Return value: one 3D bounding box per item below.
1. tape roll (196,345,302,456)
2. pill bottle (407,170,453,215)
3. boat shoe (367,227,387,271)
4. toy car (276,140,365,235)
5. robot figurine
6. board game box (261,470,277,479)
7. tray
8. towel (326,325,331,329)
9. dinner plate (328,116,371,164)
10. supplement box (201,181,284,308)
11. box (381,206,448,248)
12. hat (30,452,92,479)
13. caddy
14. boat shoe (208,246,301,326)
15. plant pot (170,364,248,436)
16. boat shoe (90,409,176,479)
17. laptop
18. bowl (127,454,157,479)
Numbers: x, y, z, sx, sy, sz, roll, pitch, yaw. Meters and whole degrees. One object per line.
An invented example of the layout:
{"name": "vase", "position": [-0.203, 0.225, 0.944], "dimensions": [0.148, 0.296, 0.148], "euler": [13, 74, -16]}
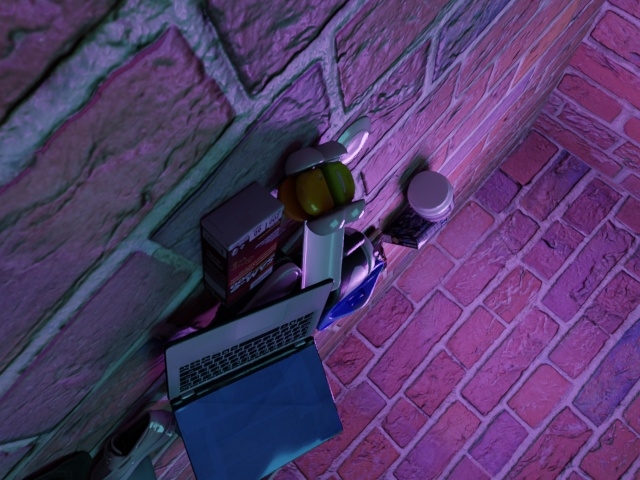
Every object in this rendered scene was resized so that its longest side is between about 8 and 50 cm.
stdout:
{"name": "tape roll", "position": [-0.175, 0.410, 1.320], "dimensions": [0.321, 0.321, 0.077], "euler": [-38, 163, -34]}
{"name": "pill bottle", "position": [0.405, -0.163, 1.834], "dimensions": [0.161, 0.161, 0.283], "euler": [-51, 164, 7]}
{"name": "boat shoe", "position": [0.209, 0.067, 1.921], "dimensions": [0.123, 0.123, 0.342], "euler": [-42, 164, -22]}
{"name": "toy car", "position": [-0.010, -0.092, 0.946], "dimensions": [0.136, 0.159, 0.182], "euler": [-16, -172, 38]}
{"name": "robot figurine", "position": [0.030, 0.076, 1.349], "dimensions": [0.209, 0.174, 0.278], "euler": [-2, -156, 44]}
{"name": "board game box", "position": [-0.182, 0.540, 1.617], "dimensions": [0.050, 0.390, 0.390], "euler": [22, 114, -33]}
{"name": "tray", "position": [0.000, 0.000, 1.152], "dimensions": [0.145, 0.030, 0.271], "euler": [-16, 117, -46]}
{"name": "towel", "position": [0.015, 0.255, 1.850], "dimensions": [0.023, 0.152, 0.113], "euler": [-6, 167, 12]}
{"name": "dinner plate", "position": [0.066, -0.204, 1.081], "dimensions": [0.141, 0.017, 0.141], "euler": [-43, 164, -16]}
{"name": "supplement box", "position": [-0.146, 0.016, 0.921], "dimensions": [0.130, 0.073, 0.239], "euler": [-41, 164, -29]}
{"name": "box", "position": [0.379, -0.055, 2.014], "dimensions": [0.220, 0.175, 0.051], "euler": [-38, 124, -34]}
{"name": "hat", "position": [-0.589, 0.612, 1.034], "dimensions": [0.331, 0.134, 0.331], "euler": [-45, 165, -15]}
{"name": "caddy", "position": [0.080, 0.163, 1.697], "dimensions": [0.341, 0.179, 0.241], "euler": [-36, 161, -38]}
{"name": "boat shoe", "position": [-0.171, 0.145, 1.123], "dimensions": [0.302, 0.091, 0.114], "euler": [-44, 149, 1]}
{"name": "plant pot", "position": [-0.284, 0.526, 1.517], "dimensions": [0.290, 0.195, 0.290], "euler": [-41, 161, -18]}
{"name": "boat shoe", "position": [-0.463, 0.493, 1.181], "dimensions": [0.267, 0.096, 0.088], "euler": [-38, 136, 11]}
{"name": "laptop", "position": [-0.116, 0.341, 1.110], "dimensions": [0.381, 0.236, 0.408], "euler": [-20, 149, -28]}
{"name": "bowl", "position": [-0.537, 0.737, 1.310], "dimensions": [0.311, 0.163, 0.311], "euler": [-39, 173, -6]}
